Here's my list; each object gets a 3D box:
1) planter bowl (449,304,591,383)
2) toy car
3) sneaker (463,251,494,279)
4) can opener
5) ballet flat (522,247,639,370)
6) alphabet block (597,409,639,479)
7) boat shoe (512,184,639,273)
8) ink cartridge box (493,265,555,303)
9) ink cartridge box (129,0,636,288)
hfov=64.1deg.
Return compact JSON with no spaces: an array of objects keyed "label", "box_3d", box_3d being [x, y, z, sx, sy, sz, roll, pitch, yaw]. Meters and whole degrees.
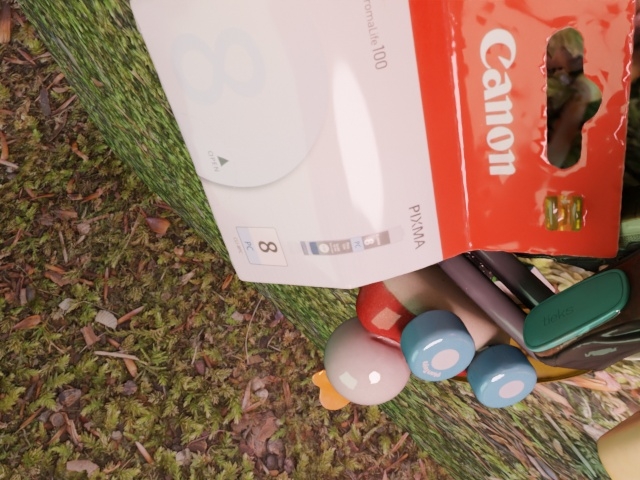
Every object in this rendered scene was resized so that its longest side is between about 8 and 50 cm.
[{"label":"planter bowl","box_3d":[0.279,0.143,0.756,0.217,0.217,0.090,163,100,-71]},{"label":"toy car","box_3d":[0.096,0.141,0.656,0.210,0.238,0.219,28,-156,-28]},{"label":"sneaker","box_3d":[0.144,-0.002,0.828,0.283,0.124,0.107,6,133,27]},{"label":"can opener","box_3d":[0.167,0.012,0.575,0.283,0.076,0.095,47,-178,17]},{"label":"ballet flat","box_3d":[0.289,0.044,0.423,0.096,0.095,0.280,23,149,-6]},{"label":"alphabet block","box_3d":[0.321,0.132,0.267,0.193,0.192,0.197,61,156,28]},{"label":"boat shoe","box_3d":[0.280,0.000,0.524,0.073,0.080,0.223,54,158,-5]},{"label":"ink cartridge box","box_3d":[0.289,0.066,0.740,0.048,0.028,0.083,48,162,-6]},{"label":"ink cartridge box","box_3d":[0.052,-0.095,0.455,0.384,0.091,0.308,3,124,28]}]
